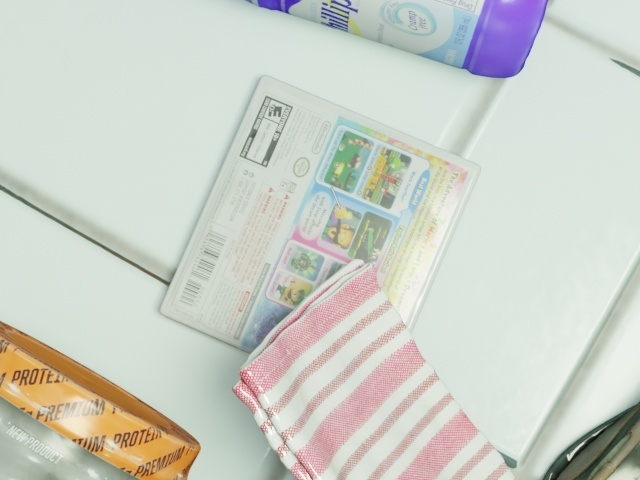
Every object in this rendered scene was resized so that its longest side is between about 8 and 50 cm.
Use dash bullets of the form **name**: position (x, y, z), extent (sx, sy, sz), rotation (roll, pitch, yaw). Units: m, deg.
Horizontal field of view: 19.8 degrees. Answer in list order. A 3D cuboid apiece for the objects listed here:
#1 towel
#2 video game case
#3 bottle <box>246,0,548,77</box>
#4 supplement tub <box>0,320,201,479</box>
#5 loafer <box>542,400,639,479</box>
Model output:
- **towel**: position (0.043, 0.118, 1.014), extent (0.029, 0.144, 0.197), rotation (-32, 96, 36)
- **video game case**: position (0.000, 0.000, 1.093), extent (0.143, 0.019, 0.157), rotation (23, 86, 3)
- **bottle**: position (-0.005, -0.177, 1.055), extent (0.283, 0.118, 0.092), rotation (18, 78, 2)
- **supplement tub**: position (-0.208, 0.209, 0.996), extent (0.194, 0.193, 0.316), rotation (30, 87, 4)
- **loafer**: position (0.242, 0.092, 1.045), extent (0.267, 0.084, 0.096), rotation (-40, 86, -1)
